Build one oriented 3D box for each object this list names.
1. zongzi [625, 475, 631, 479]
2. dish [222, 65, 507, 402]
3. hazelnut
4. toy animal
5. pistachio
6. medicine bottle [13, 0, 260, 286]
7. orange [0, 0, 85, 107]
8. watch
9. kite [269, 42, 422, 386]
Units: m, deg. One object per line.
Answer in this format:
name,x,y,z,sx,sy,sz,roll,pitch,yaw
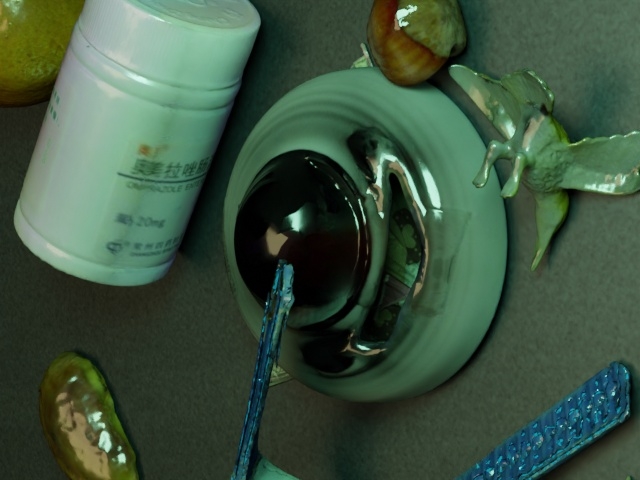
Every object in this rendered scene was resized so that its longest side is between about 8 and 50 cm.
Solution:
zongzi,0.205,0.377,1.272,0.154,0.317,0.289,10,141,26
dish,0.000,0.000,1.377,0.273,0.134,0.273,5,97,41
hazelnut,0.071,-0.162,1.344,0.086,0.086,0.086,6,99,44
toy animal,0.149,-0.051,1.267,0.219,0.095,0.155,28,109,40
pistachio,-0.233,0.190,1.697,0.089,0.049,0.173,-41,66,40
medicine bottle,-0.160,-0.104,1.521,0.152,0.152,0.254,42,122,33
orange,-0.302,-0.216,1.606,0.249,0.249,0.183,35,134,36
watch,0.069,0.160,1.354,0.276,0.068,0.274,19,127,4
kite,0.016,0.003,1.459,0.268,0.013,0.323,35,117,36
